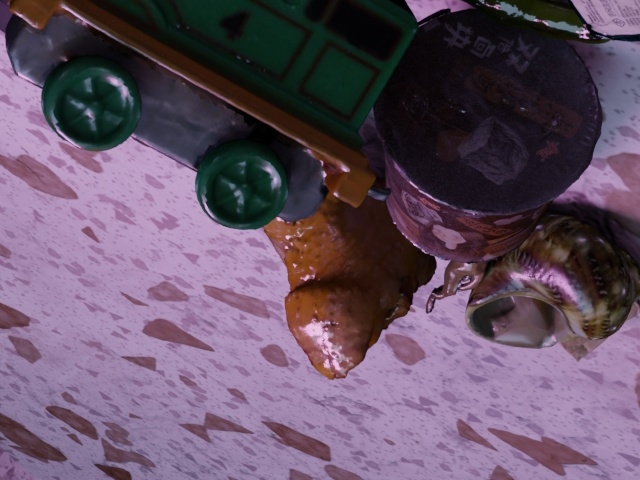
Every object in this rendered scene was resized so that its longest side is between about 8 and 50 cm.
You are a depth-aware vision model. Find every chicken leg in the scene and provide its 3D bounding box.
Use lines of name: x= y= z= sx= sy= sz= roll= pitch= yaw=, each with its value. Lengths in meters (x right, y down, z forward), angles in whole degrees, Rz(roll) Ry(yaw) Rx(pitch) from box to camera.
chicken leg: x=0.000 y=0.000 z=1.881 sx=0.182 sy=0.295 sz=0.409 roll=-16 pitch=142 yaw=25

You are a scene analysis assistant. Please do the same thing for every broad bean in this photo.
broad bean: x=0.186 y=-0.224 z=1.589 sx=0.227 sy=0.039 sz=0.069 roll=19 pitch=160 yaw=13

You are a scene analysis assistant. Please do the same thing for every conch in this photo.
conch: x=0.269 y=0.050 z=1.921 sx=0.181 sy=0.124 sz=0.187 roll=22 pitch=145 yaw=6

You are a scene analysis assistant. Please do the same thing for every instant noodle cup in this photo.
instant noodle cup: x=0.153 y=-0.090 z=1.690 sx=0.217 sy=0.217 sz=0.207 roll=23 pitch=161 yaw=7

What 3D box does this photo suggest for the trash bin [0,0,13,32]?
trash bin: x=-0.225 y=-0.308 z=1.631 sx=0.209 sy=0.182 sz=0.290 roll=34 pitch=147 yaw=-16

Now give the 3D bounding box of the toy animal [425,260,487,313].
toy animal: x=0.160 y=-0.005 z=1.891 sx=0.086 sy=0.069 sz=0.220 roll=41 pitch=124 yaw=21

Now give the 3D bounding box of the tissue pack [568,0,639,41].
tissue pack: x=0.245 y=-0.247 z=1.425 sx=0.103 sy=0.090 sz=0.170 roll=4 pitch=145 yaw=40

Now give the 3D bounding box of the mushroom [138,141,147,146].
mushroom: x=-0.177 y=-0.152 z=1.738 sx=0.135 sy=0.080 sz=0.170 roll=54 pitch=139 yaw=15

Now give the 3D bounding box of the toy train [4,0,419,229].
toy train: x=-0.094 y=-0.171 z=1.489 sx=0.429 sy=0.249 sz=0.178 roll=29 pitch=-167 yaw=-20

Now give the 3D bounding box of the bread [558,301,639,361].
bread: x=0.293 y=0.061 z=2.047 sx=0.152 sy=0.105 sz=0.077 roll=48 pitch=177 yaw=46
